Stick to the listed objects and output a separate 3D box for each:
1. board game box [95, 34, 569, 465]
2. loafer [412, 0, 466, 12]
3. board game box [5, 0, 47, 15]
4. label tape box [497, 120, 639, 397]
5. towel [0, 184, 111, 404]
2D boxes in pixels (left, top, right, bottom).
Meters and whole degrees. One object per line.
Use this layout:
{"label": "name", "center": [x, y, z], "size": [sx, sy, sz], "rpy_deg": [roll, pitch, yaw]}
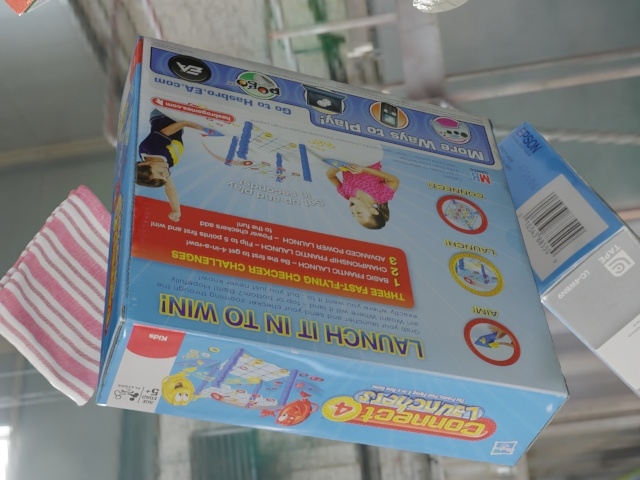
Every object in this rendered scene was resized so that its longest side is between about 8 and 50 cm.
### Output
{"label": "board game box", "center": [0.000, 0.000, 0.849], "size": [0.302, 0.308, 0.086], "rpy_deg": [-95, 23, -45]}
{"label": "loafer", "center": [0.152, -0.288, 1.252], "size": [0.045, 0.125, 0.039], "rpy_deg": [26, -115, -29]}
{"label": "board game box", "center": [-0.107, -0.318, 0.887], "size": [0.064, 0.242, 0.316], "rpy_deg": [48, -145, -8]}
{"label": "label tape box", "center": [0.320, 0.060, 1.211], "size": [0.348, 0.115, 0.249], "rpy_deg": [39, -167, -28]}
{"label": "towel", "center": [-0.247, 0.052, 1.181], "size": [0.144, 0.029, 0.197], "rpy_deg": [46, -134, -20]}
